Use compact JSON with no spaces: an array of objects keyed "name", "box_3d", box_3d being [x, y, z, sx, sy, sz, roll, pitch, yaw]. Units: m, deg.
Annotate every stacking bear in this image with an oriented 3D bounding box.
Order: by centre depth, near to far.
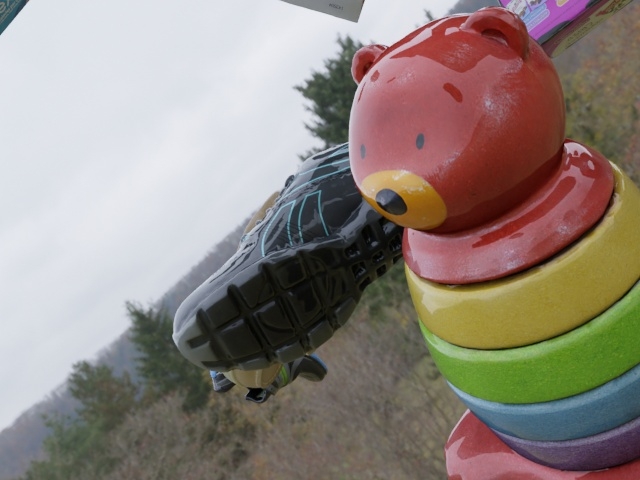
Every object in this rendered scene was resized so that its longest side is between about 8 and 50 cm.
[{"name":"stacking bear","box_3d":[0.113,0.013,0.411,0.164,0.289,0.175,-45,28,-25]}]

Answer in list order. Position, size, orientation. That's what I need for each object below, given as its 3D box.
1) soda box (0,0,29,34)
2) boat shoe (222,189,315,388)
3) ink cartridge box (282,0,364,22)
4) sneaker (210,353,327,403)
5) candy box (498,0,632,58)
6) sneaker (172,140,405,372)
[{"name":"soda box","box_3d":[-0.465,-0.410,1.100,0.210,0.067,0.071,-57,-11,-13]},{"name":"boat shoe","box_3d":[-0.033,0.077,0.742,0.109,0.098,0.302,-56,-12,-38]},{"name":"ink cartridge box","box_3d":[0.023,-0.448,0.962,0.130,0.271,0.310,111,173,-56]},{"name":"sneaker","box_3d":[-0.071,0.179,0.982,0.188,0.078,0.067,10,-16,-41]},{"name":"candy box","box_3d":[0.268,-0.355,0.851,0.071,0.234,0.159,-8,-18,-42]},{"name":"sneaker","box_3d":[0.000,0.000,0.562,0.267,0.106,0.101,-33,-48,-14]}]
